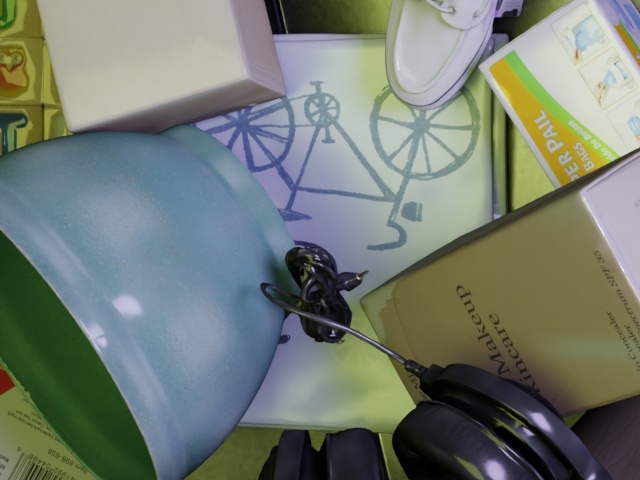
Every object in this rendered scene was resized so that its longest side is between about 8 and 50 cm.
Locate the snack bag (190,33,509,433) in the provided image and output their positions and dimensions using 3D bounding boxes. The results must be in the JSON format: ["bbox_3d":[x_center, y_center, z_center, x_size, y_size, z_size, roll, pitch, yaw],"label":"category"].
[{"bbox_3d":[0.000,0.000,1.572,0.323,0.037,0.343,0,98,16],"label":"snack bag"}]

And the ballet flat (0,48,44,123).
[{"bbox_3d":[-0.326,-0.012,1.685,0.139,0.139,0.400,29,103,17],"label":"ballet flat"}]

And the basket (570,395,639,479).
[{"bbox_3d":[0.313,0.123,1.416,0.204,0.154,0.227,32,104,4],"label":"basket"}]

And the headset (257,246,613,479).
[{"bbox_3d":[0.062,0.177,1.313,0.243,0.185,0.394,-22,65,-7],"label":"headset"}]

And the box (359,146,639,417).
[{"bbox_3d":[0.172,0.042,1.356,0.148,0.121,0.311,60,150,1],"label":"box"}]

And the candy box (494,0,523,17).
[{"bbox_3d":[0.106,-0.294,1.489,0.165,0.070,0.196,24,106,18],"label":"candy box"}]

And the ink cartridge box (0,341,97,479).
[{"bbox_3d":[-0.317,0.220,1.607,0.197,0.114,0.273,33,77,-22],"label":"ink cartridge box"}]

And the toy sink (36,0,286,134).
[{"bbox_3d":[-0.136,-0.210,1.509,0.152,0.131,0.234,-16,85,13],"label":"toy sink"}]

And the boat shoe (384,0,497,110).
[{"bbox_3d":[0.095,-0.204,1.428,0.083,0.076,0.226,23,107,18],"label":"boat shoe"}]

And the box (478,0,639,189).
[{"bbox_3d":[0.228,-0.078,1.443,0.103,0.114,0.203,-34,84,23],"label":"box"}]

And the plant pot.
[{"bbox_3d":[-0.137,0.032,1.467,0.196,0.293,0.293,-35,80,-21],"label":"plant pot"}]

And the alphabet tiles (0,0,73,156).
[{"bbox_3d":[-0.204,-0.170,1.606,0.285,0.011,0.343,1,98,-2],"label":"alphabet tiles"}]
